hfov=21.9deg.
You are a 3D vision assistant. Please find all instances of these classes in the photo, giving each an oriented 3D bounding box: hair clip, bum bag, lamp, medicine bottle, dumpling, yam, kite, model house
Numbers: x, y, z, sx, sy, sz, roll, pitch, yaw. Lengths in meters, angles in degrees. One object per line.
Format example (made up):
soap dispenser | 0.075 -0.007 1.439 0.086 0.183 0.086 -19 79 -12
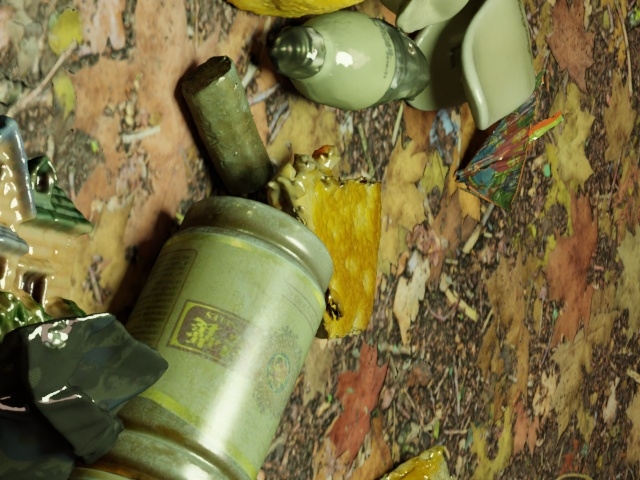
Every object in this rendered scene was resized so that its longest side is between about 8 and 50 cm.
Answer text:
hair clip | 0.182 -0.227 1.847 0.282 0.113 0.172 -54 138 -43
bum bag | -0.219 0.142 1.087 0.137 0.310 0.074 16 44 -43
lamp | 0.034 -0.173 1.616 0.250 0.101 0.101 0 94 -58
medicine bottle | -0.106 0.130 1.366 0.151 0.151 0.322 57 47 -46
dumpling | 0.104 -0.309 1.664 0.250 0.132 0.162 -85 -175 -55
yam | -0.082 -0.100 1.476 0.054 0.054 0.132 -59 142 -37
kite | 0.224 -0.105 1.986 0.183 0.014 0.241 -32 146 -26
model house | -0.240 -0.006 1.118 0.183 0.167 0.172 24 69 -60

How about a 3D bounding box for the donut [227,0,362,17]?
donut | -0.013 -0.319 1.516 0.253 0.118 0.253 -11 105 -44

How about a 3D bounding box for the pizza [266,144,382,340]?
pizza | 0.001 0.000 1.562 0.297 0.071 0.189 25 69 -77

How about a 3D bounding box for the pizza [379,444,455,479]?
pizza | 0.128 0.341 1.872 0.182 0.074 0.365 -64 145 -17
